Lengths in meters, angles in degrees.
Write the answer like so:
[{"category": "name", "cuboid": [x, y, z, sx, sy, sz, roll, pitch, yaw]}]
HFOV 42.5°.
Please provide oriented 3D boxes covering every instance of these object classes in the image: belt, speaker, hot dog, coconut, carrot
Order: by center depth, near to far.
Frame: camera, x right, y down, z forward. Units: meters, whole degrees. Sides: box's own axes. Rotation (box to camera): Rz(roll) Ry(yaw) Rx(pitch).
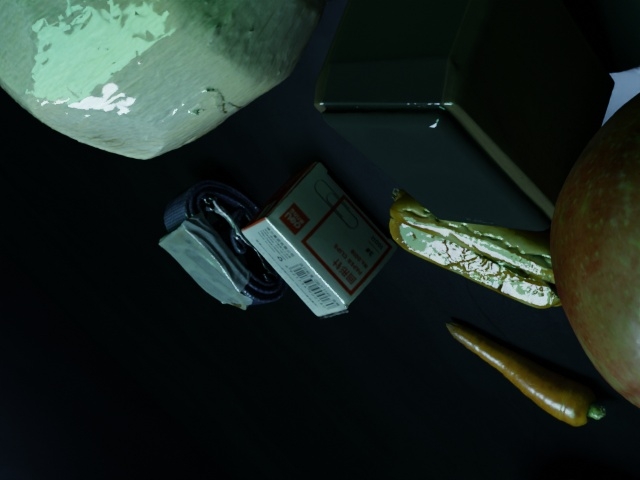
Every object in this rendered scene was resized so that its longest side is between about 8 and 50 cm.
[{"category": "speaker", "cuboid": [0.133, -0.137, 0.731, 0.153, 0.192, 0.231, 10, 164, 42]}, {"category": "coconut", "cuboid": [-0.195, -0.262, 0.845, 0.360, 0.346, 0.346, -24, 117, 19]}, {"category": "hot dog", "cuboid": [0.198, 0.002, 1.017, 0.269, 0.072, 0.109, 27, 145, 20]}, {"category": "carrot", "cuboid": [0.287, 0.191, 1.185, 0.257, 0.061, 0.061, 28, 148, 26]}, {"category": "belt", "cuboid": [-0.148, 0.007, 1.341, 0.230, 0.139, 0.126, 51, 149, -14]}]

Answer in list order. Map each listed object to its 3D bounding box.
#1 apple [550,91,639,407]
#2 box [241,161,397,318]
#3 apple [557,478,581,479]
[{"category": "apple", "cuboid": [0.334, -0.001, 0.608, 0.319, 0.319, 0.277, 23, 159, 27]}, {"category": "box", "cuboid": [0.000, 0.000, 1.176, 0.182, 0.133, 0.099, 49, 150, -11]}, {"category": "apple", "cuboid": [0.389, 0.543, 1.266, 0.357, 0.357, 0.357, 28, 148, 20]}]
